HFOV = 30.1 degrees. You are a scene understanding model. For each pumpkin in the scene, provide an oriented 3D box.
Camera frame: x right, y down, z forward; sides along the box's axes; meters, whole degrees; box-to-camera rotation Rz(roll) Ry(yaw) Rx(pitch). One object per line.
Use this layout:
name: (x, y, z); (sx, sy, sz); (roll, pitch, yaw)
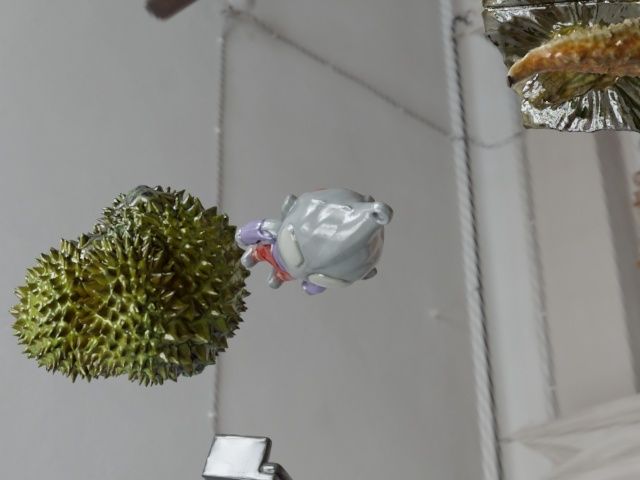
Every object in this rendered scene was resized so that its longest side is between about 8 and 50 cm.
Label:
pumpkin: (0.248, -0.141, 0.850); (0.126, 0.247, 0.131); (-82, -21, -65)

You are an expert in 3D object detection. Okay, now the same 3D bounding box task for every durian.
durian: (-0.206, 0.065, 1.384); (0.225, 0.291, 0.291); (56, -143, -11)

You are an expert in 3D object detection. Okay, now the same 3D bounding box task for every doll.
doll: (0.000, 0.000, 1.017); (0.102, 0.227, 0.075); (39, -116, -17)

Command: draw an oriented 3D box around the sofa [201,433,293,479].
sofa: (-0.044, 0.243, 1.167); (0.147, 0.085, 0.060); (60, -139, -44)

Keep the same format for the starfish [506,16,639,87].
starfish: (0.304, -0.052, 0.744); (0.293, 0.301, 0.084); (58, -168, -39)
